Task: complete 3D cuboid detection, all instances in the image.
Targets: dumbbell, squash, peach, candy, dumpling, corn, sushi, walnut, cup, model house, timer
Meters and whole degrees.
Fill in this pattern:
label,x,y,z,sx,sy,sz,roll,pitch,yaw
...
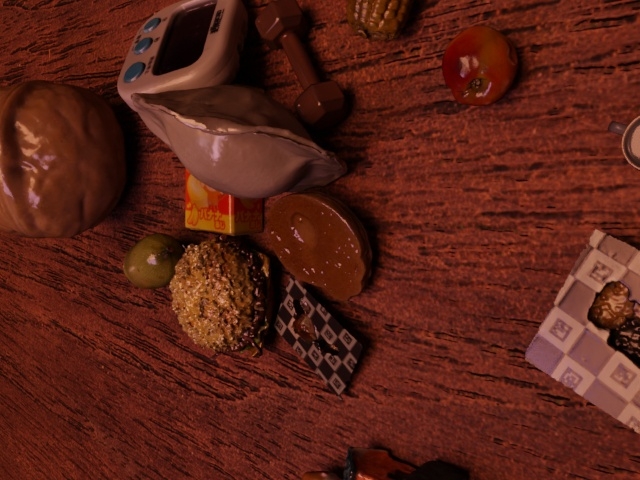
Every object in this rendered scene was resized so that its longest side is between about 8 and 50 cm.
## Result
label,x,y,z,sx,sy,sz,roll,pitch,yaw
dumbbell,-0.032,-0.297,0.961,0.092,0.082,0.231,-36,72,36
squash,-0.343,0.042,1.211,0.186,0.122,0.123,-17,84,60
peach,0.212,-0.233,0.759,0.100,0.100,0.101,5,98,40
candy,-0.186,-0.154,1.105,0.146,0.088,0.276,6,99,40
dumpling,-0.139,-0.166,0.897,0.341,0.260,0.181,42,89,3
corn,0.103,-0.472,0.808,0.120,0.120,0.364,19,111,37
sushi,0.384,0.119,0.675,0.215,0.050,0.192,36,113,38
sushi,0.002,0.168,1.017,0.201,0.031,0.139,43,130,29
walnut,-0.632,-0.184,1.330,0.381,0.381,0.382,5,98,40
cup,0.372,-0.113,0.642,0.100,0.077,0.078,30,113,35
model house,0.059,0.459,0.899,0.300,0.190,0.272,14,106,40
timer,-0.249,-0.345,1.056,0.236,0.087,0.262,-9,55,21

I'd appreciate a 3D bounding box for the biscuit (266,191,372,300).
label,x,y,z,sx,sy,sz,roll,pitch,yaw
biscuit,0.000,0.000,0.963,0.208,0.049,0.181,23,128,32

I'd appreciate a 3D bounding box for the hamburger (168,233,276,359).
label,x,y,z,sx,sy,sz,roll,pitch,yaw
hamburger,-0.190,0.111,1.103,0.261,0.138,0.244,11,102,40
